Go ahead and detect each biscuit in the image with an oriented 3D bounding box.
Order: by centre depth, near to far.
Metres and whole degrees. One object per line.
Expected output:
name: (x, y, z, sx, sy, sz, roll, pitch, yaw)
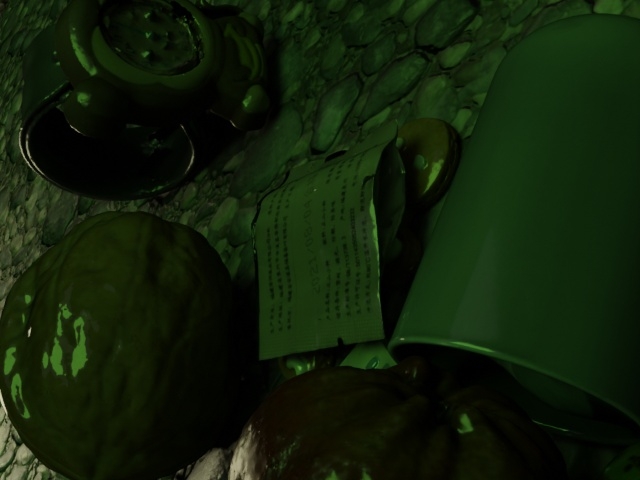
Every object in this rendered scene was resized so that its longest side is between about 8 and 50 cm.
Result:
biscuit: (0.036, -0.006, 1.131, 0.339, 0.047, 0.216, -51, 38, 18)

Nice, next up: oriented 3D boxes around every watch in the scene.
watch: (-0.280, -0.203, 1.479, 0.327, 0.335, 0.314, 128, 142, -49)

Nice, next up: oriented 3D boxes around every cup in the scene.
cup: (0.201, -0.014, 0.778, 0.205, 0.205, 0.312, 1, 64, 52)

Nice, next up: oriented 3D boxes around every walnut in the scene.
walnut: (-0.241, 0.142, 1.182, 0.306, 0.306, 0.343, -31, 37, 37)

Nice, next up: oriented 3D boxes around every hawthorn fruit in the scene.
hawthorn fruit: (0.045, 0.208, 0.679, 0.261, 0.258, 0.258, -50, 37, 5)

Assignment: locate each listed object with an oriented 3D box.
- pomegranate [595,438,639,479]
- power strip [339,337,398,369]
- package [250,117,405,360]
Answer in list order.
pomegranate: (0.253, 0.222, 0.638, 0.191, 0.131, 0.152, 49, 117, 41)
power strip: (0.071, 0.171, 0.981, 0.081, 0.035, 0.192, -53, 37, 14)
package: (0.000, 0.000, 1.082, 0.204, 0.062, 0.250, -19, 55, 45)
